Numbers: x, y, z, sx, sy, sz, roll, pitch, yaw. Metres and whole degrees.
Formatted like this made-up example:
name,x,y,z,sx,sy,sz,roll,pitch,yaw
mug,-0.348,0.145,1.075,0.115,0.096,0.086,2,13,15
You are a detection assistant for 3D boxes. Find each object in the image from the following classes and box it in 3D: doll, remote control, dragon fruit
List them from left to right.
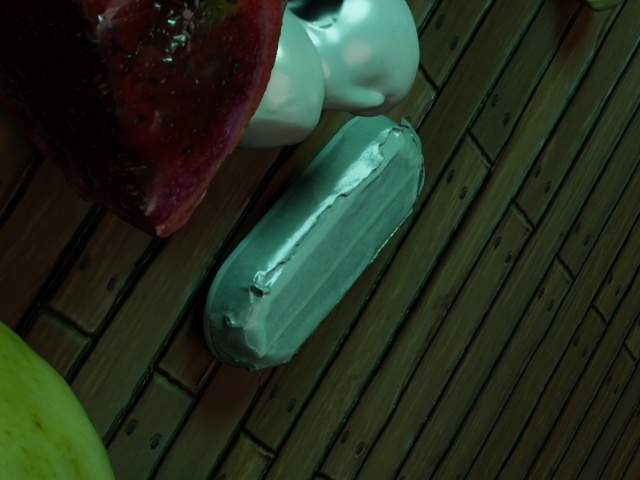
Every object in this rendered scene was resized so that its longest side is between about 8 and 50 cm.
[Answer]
name,x,y,z,sx,sy,sz,roll,pitch,yaw
dragon fruit,-0.101,-0.160,0.694,0.211,0.134,0.262,-36,136,-30
doll,-0.017,-0.121,0.831,0.181,0.110,0.106,-29,147,-33
remote control,0.000,0.000,0.957,0.247,0.052,0.104,-50,140,-25

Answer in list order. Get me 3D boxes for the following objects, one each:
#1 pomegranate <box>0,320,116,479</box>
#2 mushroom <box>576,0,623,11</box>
name,x,y,z,sx,sy,sz,roll,pitch,yaw
pomegranate,-0.248,0.164,0.532,0.333,0.333,0.332,-25,125,-41
mushroom,0.249,-0.366,1.047,0.109,0.097,0.351,-26,130,-37
